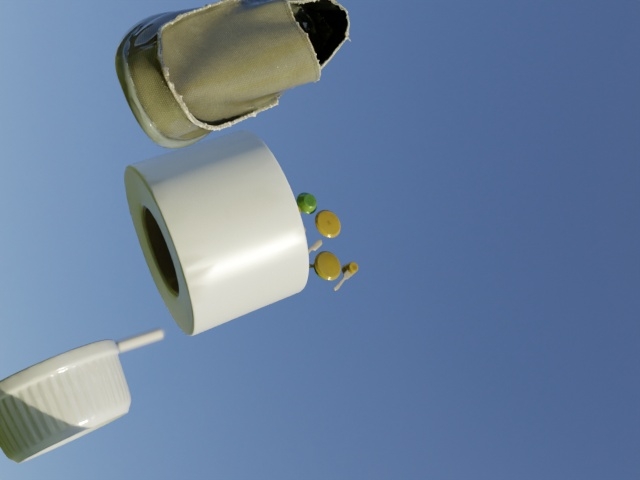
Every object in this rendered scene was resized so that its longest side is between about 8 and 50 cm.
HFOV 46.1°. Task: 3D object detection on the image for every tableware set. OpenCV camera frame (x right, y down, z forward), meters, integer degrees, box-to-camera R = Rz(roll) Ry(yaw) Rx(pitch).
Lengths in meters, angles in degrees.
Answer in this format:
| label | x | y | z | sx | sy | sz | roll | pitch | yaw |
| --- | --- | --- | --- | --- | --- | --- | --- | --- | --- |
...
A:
| label | x | y | z | sx | sy | sz | roll | pitch | yaw |
| --- | --- | --- | --- | --- | --- | --- | --- | --- | --- |
| tableware set | 0.000 | 0.000 | 1.188 | 0.154 | 0.104 | 0.024 | 49 | -38 | -4 |

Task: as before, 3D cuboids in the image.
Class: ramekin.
| label | x | y | z | sx | sy | sz | roll | pitch | yaw |
| --- | --- | --- | --- | --- | --- | --- | --- | --- | --- |
| ramekin | -0.374 | 0.234 | 1.083 | 0.207 | 0.207 | 0.109 | -34 | -101 | 51 |

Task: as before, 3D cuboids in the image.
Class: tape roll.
| label | x | y | z | sx | sy | sz | roll | pitch | yaw |
| --- | --- | --- | --- | --- | --- | --- | --- | --- | --- |
| tape roll | -0.145 | -0.013 | 1.030 | 0.246 | 0.169 | 0.246 | 50 | -28 | 40 |

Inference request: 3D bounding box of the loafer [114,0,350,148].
| label | x | y | z | sx | sy | sz | roll | pitch | yaw |
| --- | --- | --- | --- | --- | --- | --- | --- | --- | --- |
| loafer | -0.053 | -0.144 | 0.556 | 0.087 | 0.251 | 0.094 | -15 | -70 | 32 |
